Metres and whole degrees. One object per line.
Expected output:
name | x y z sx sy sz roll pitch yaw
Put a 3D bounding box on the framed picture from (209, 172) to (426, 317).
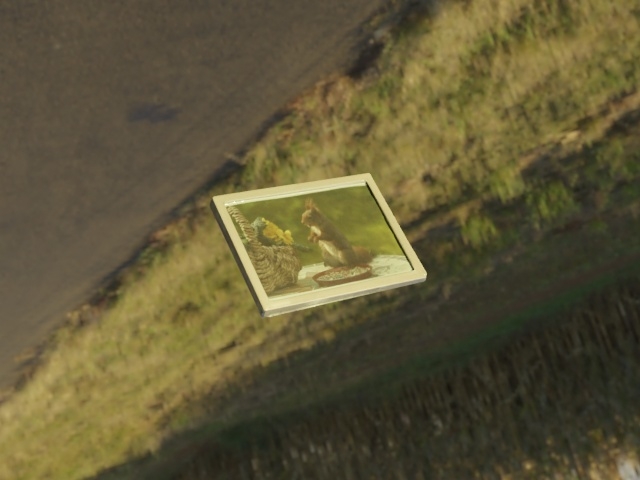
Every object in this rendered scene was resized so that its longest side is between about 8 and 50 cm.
framed picture | 0.000 0.000 0.495 0.089 0.066 0.006 -10 148 -29
